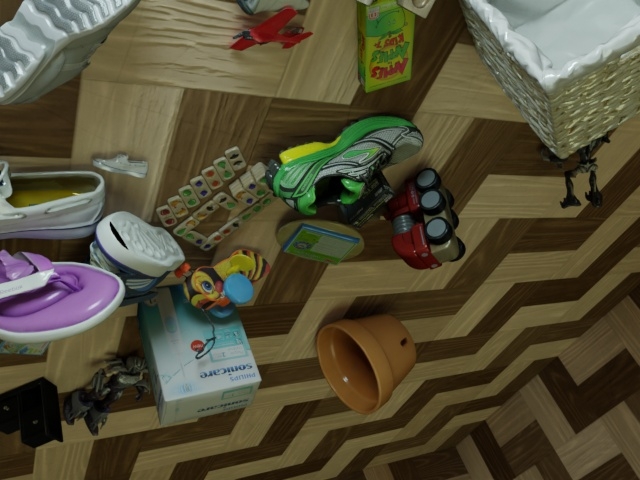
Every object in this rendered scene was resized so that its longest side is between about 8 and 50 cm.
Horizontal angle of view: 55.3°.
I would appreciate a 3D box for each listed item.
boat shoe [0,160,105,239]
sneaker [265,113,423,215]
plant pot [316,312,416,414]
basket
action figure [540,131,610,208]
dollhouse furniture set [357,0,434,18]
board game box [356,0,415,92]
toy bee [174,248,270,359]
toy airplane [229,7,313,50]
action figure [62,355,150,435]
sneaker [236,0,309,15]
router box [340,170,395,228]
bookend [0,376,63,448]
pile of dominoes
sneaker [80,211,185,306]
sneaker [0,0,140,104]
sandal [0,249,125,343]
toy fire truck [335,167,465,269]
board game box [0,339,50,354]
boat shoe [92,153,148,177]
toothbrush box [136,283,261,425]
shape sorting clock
[{"bbox_3d":[-0.526,-0.075,0.979,0.367,0.136,0.156,-3,140,-34],"label":"boat shoe"},{"bbox_3d":[0.070,-0.140,1.233,0.343,0.146,0.134,-26,146,-19],"label":"sneaker"},{"bbox_3d":[0.153,0.351,1.865,0.203,0.291,0.291,-24,150,-32],"label":"plant pot"},{"bbox_3d":[0.436,-0.377,1.015,0.328,0.331,0.266,-31,151,9],"label":"basket"},{"bbox_3d":[0.636,-0.217,1.514,0.164,0.141,0.276,-14,119,-2],"label":"action figure"},{"bbox_3d":[0.139,-0.402,0.922,0.151,0.123,0.144,18,111,-27],"label":"dollhouse furniture set"},{"bbox_3d":[0.115,-0.356,1.080,0.092,0.043,0.181,-19,145,-9],"label":"board game box"},{"bbox_3d":[-0.226,0.090,1.334,0.195,0.298,0.162,-39,101,17],"label":"toy bee"},{"bbox_3d":[-0.075,-0.327,0.976,0.151,0.028,0.151,-17,-177,1],"label":"toy airplane"},{"bbox_3d":[-0.553,0.398,1.625,0.285,0.099,0.185,-42,137,18],"label":"action figure"},{"bbox_3d":[-0.022,-0.448,0.844,0.129,0.111,0.297,-11,152,-40],"label":"sneaker"},{"bbox_3d":[0.098,-0.100,1.367,0.038,0.092,0.122,17,128,-44],"label":"router box"},{"bbox_3d":[-0.740,0.450,1.523,0.157,0.156,0.072,-22,146,-3],"label":"bookend"},{"bbox_3d":[-0.204,-0.069,1.268,0.251,0.040,0.196,-36,144,15],"label":"pile of dominoes"},{"bbox_3d":[-0.408,0.066,1.165,0.236,0.130,0.323,-34,174,2],"label":"sneaker"},{"bbox_3d":[-0.357,-0.294,0.854,0.281,0.105,0.115,-34,179,6],"label":"sneaker"},{"bbox_3d":[-0.526,0.070,1.009,0.416,0.169,0.102,6,136,17],"label":"sandal"},{"bbox_3d":[0.182,-0.037,1.419,0.246,0.217,0.158,-21,143,23],"label":"toy fire truck"},{"bbox_3d":[-0.646,0.202,1.365,0.103,0.026,0.154,15,129,-43],"label":"board game box"},{"bbox_3d":[-0.356,-0.139,1.093,0.100,0.035,0.035,11,105,-35],"label":"boat shoe"},{"bbox_3d":[-0.289,0.250,1.413,0.216,0.295,0.126,-6,142,-25],"label":"toothbrush box"},{"bbox_3d":[0.000,0.000,1.433,0.206,0.040,0.206,3,149,2],"label":"shape sorting clock"}]
